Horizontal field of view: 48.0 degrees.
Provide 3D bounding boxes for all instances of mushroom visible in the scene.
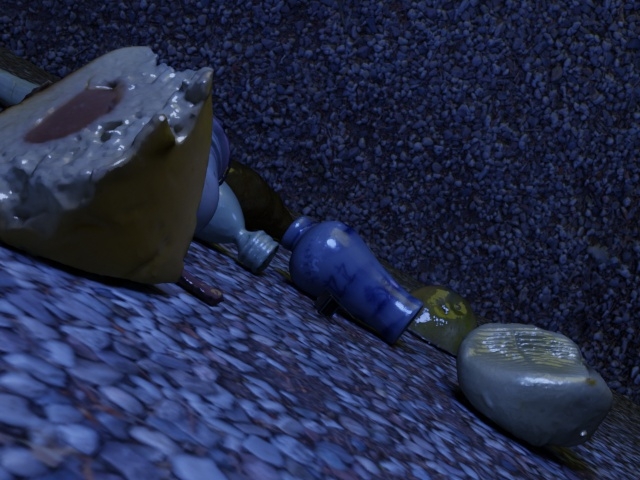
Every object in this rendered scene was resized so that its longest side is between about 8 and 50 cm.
[{"bbox_3d":[-0.553,-0.268,1.396,0.312,0.081,0.100,28,-2,2],"label":"mushroom"}]

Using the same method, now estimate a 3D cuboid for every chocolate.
[{"bbox_3d":[-0.213,-0.073,0.943,0.221,0.221,0.147,27,30,-30],"label":"chocolate"}]

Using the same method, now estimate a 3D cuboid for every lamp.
[{"bbox_3d":[-0.154,-0.027,1.144,0.193,0.106,0.106,40,6,6],"label":"lamp"}]

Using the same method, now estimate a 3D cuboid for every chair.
[{"bbox_3d":[0.012,0.100,1.101,0.086,0.037,0.042,39,-1,44],"label":"chair"}]

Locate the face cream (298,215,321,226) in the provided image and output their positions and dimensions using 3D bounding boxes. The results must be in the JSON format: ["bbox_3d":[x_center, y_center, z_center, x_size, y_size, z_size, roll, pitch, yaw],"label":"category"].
[{"bbox_3d":[0.000,0.000,1.863,0.077,0.077,0.250,27,5,-26],"label":"face cream"}]

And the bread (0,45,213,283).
[{"bbox_3d":[-0.227,-0.089,0.677,0.183,0.224,0.211,25,10,28],"label":"bread"}]

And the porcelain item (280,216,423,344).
[{"bbox_3d":[0.047,0.061,1.210,0.259,0.141,0.141,40,7,13],"label":"porcelain item"}]

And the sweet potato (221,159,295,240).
[{"bbox_3d":[-0.152,-0.078,1.578,0.130,0.130,0.422,32,-3,32],"label":"sweet potato"}]

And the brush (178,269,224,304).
[{"bbox_3d":[-0.230,-0.019,0.841,0.301,0.071,0.084,39,22,12],"label":"brush"}]

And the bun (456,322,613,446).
[{"bbox_3d":[0.308,0.218,1.057,0.229,0.145,0.229,-1,21,0],"label":"bun"}]

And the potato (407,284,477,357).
[{"bbox_3d":[0.246,0.154,1.498,0.202,0.117,0.182,30,7,0],"label":"potato"}]
